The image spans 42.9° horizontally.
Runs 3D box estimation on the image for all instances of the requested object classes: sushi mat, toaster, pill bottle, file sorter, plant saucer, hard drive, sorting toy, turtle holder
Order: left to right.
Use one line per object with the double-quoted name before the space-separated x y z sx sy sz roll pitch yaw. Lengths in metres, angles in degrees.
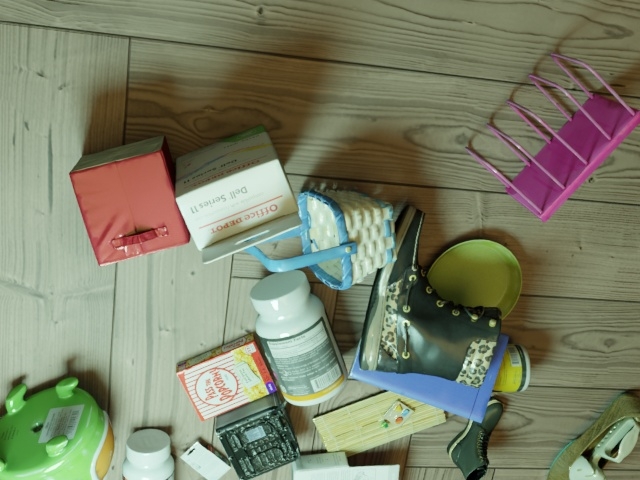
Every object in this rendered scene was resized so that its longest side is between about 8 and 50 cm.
"turtle holder" -0.603 0.469 1.777 0.320 0.243 0.227 -30 131 -7
"pill bottle" -0.404 0.564 1.911 0.121 0.121 0.221 0 111 -10
"toaster" -0.142 0.454 1.921 0.186 0.110 0.168 -22 114 -1
"pill bottle" -0.051 0.216 1.819 0.162 0.162 0.278 -21 112 -2
"sushi mat" 0.150 0.444 2.020 0.317 0.019 0.151 -19 114 -2
"sorting toy" 0.185 0.439 2.006 0.062 0.012 0.083 34 102 -22
"hard drive" 0.249 0.265 1.871 0.319 0.040 0.210 19 84 0
"plant saucer" 0.354 0.104 1.916 0.241 0.037 0.241 -3 112 -8
"pill bottle" 0.386 0.308 1.957 0.209 0.119 0.119 0 111 -10
"file sorter" 0.478 -0.229 1.721 0.182 0.202 0.290 38 100 -20

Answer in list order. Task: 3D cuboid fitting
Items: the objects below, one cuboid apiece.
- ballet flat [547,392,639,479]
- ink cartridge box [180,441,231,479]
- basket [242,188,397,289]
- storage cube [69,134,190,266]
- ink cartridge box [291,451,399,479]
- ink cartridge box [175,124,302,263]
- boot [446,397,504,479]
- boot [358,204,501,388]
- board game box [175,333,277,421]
"ballet flat" 0.728 0.548 2.109 0.116 0.124 0.342 37 101 -20
"ink cartridge box" -0.278 0.531 1.971 0.063 0.029 0.115 -42 111 8
"basket" 0.000 0.000 1.695 0.289 0.255 0.201 -8 106 -18
"storage cube" -0.371 -0.084 1.620 0.184 0.215 0.193 -15 107 -4
"ink cartridge box" 0.057 0.669 2.055 0.261 0.066 0.296 -2 115 -9
"ink cartridge box" -0.165 -0.100 1.570 0.207 0.353 0.119 -22 113 -2
"boot" 0.409 0.504 2.027 0.077 0.137 0.198 27 103 -19
"boot" 0.256 0.133 1.794 0.284 0.138 0.377 15 87 1
"board game box" -0.217 0.319 1.890 0.193 0.045 0.146 -23 113 -1
